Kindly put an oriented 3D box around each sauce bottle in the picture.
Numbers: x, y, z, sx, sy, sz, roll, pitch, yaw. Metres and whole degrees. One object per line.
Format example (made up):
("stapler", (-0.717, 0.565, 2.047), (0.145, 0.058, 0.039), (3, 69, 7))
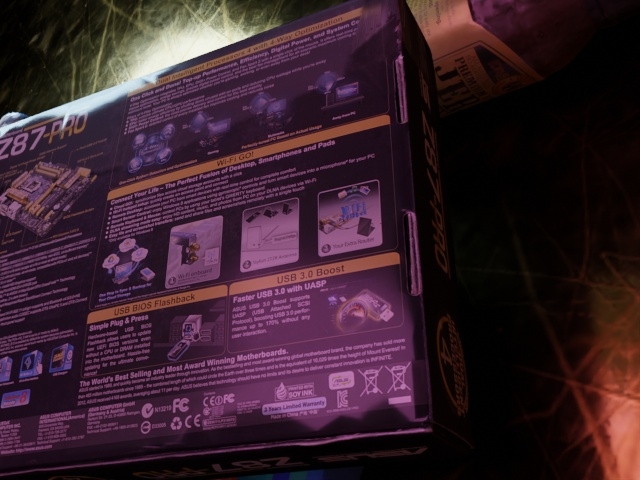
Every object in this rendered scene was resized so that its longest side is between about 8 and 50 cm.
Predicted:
("sauce bottle", (0.137, -0.176, 0.618), (0.345, 0.111, 0.111), (-17, 53, 35))

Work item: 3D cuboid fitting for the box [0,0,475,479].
("box", (-0.104, 0.012, 0.534), (0.395, 0.097, 0.318), (-14, 61, 22))

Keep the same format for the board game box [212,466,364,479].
("board game box", (-0.065, 0.233, 0.569), (0.160, 0.047, 0.210), (6, 66, 43))

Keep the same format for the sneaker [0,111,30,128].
("sneaker", (-0.564, -0.174, 1.293), (0.135, 0.052, 0.058), (-38, 53, 26))
